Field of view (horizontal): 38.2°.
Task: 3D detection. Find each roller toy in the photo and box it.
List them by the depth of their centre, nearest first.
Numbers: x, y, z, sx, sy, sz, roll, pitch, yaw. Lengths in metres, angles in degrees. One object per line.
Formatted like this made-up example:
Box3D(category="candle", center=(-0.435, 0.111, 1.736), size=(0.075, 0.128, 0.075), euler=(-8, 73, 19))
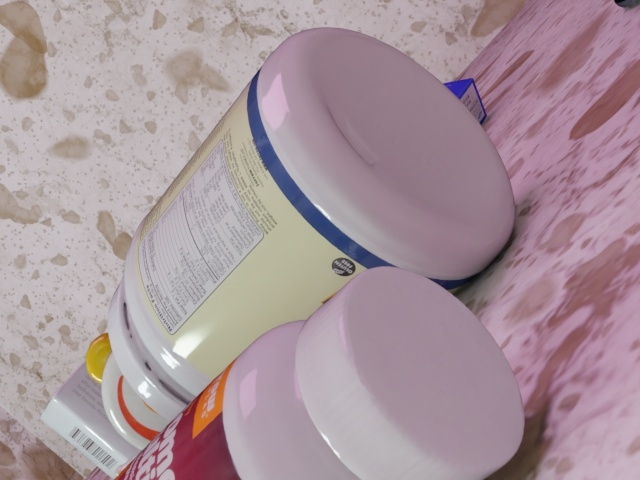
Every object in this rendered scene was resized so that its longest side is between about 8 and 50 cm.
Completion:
Box3D(category="roller toy", center=(-0.199, 0.192, 1.273), size=(0.191, 0.209, 0.146), euler=(-28, 6, 2))

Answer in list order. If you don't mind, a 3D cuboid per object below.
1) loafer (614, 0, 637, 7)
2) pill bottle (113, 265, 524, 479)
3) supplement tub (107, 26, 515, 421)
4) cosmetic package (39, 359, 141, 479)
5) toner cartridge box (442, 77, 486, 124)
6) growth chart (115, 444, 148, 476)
Box3D(category="loafer", center=(0.349, -0.323, 1.017), size=(0.109, 0.095, 0.302), euler=(-47, 4, 18))
Box3D(category="pill bottle", center=(-0.014, 0.115, 0.451), size=(0.221, 0.121, 0.121), euler=(-46, 4, 34))
Box3D(category="supplement tub", center=(-0.022, 0.007, 0.794), size=(0.325, 0.235, 0.235), euler=(-46, 4, 36))
Box3D(category="cosmetic package", center=(-0.299, 0.234, 1.806), size=(0.453, 0.230, 0.161), euler=(-50, 3, -34))
Box3D(category="toner cartridge box", center=(0.078, -0.167, 1.504), size=(0.348, 0.075, 0.165), euler=(-4, 32, 39))
Box3D(category="growth chart", center=(-0.112, 0.197, 1.008), size=(0.237, 0.021, 0.172), euler=(-19, -16, -47))
